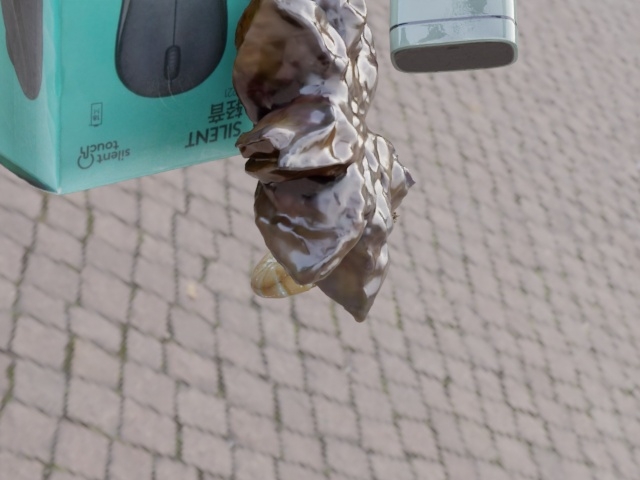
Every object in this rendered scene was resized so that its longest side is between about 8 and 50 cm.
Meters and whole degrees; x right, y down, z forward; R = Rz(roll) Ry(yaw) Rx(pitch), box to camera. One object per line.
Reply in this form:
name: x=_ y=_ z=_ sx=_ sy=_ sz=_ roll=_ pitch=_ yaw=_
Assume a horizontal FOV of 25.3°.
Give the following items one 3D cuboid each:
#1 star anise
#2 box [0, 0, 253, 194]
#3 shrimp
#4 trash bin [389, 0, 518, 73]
star anise: x=0.004 y=-0.088 z=1.155 sx=0.315 sy=0.108 sz=0.315 roll=-10 pitch=90 yaw=-71
box: x=-0.150 y=-0.205 z=1.134 sx=0.205 sy=0.311 sz=0.118 roll=-14 pitch=33 yaw=-36
shrimp: x=0.004 y=0.006 z=1.359 sx=0.045 sy=0.162 sz=0.095 roll=58 pitch=13 yaw=-13
trash bin: x=0.120 y=-0.223 z=1.301 sx=0.059 sy=0.116 sz=0.130 roll=66 pitch=23 yaw=-67
